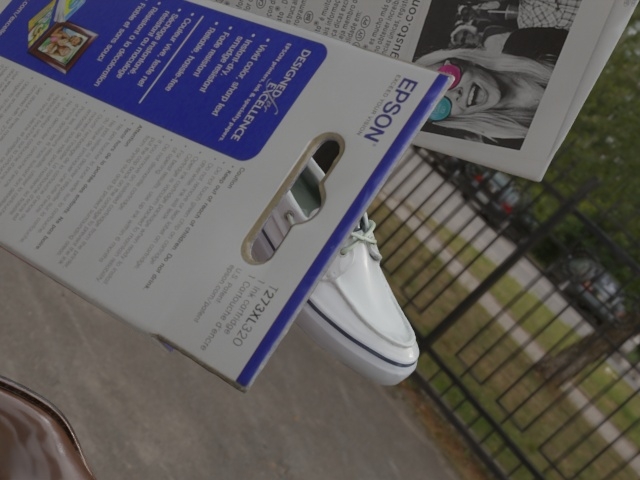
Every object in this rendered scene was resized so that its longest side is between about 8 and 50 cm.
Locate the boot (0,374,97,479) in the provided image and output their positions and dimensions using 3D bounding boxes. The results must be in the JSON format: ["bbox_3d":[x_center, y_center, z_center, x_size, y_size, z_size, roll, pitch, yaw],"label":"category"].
[{"bbox_3d":[-0.088,0.097,0.257,0.106,0.037,0.114,48,6,-20],"label":"boot"}]

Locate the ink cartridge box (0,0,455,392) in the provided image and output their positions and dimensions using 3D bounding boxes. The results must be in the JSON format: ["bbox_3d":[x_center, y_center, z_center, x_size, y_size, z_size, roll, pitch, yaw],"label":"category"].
[{"bbox_3d":[-0.117,-0.061,0.498,0.371,0.175,0.069,25,-16,34],"label":"ink cartridge box"}]

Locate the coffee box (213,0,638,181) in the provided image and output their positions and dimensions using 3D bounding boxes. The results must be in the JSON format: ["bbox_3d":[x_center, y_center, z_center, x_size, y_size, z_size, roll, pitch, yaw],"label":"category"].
[{"bbox_3d":[0.081,-0.313,0.773,0.335,0.338,0.337,14,31,-14],"label":"coffee box"}]

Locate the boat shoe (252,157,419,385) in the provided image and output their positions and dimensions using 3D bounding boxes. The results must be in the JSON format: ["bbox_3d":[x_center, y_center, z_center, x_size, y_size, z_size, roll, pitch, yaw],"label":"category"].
[{"bbox_3d":[0.000,0.000,0.629,0.226,0.076,0.083,48,30,9],"label":"boat shoe"}]
